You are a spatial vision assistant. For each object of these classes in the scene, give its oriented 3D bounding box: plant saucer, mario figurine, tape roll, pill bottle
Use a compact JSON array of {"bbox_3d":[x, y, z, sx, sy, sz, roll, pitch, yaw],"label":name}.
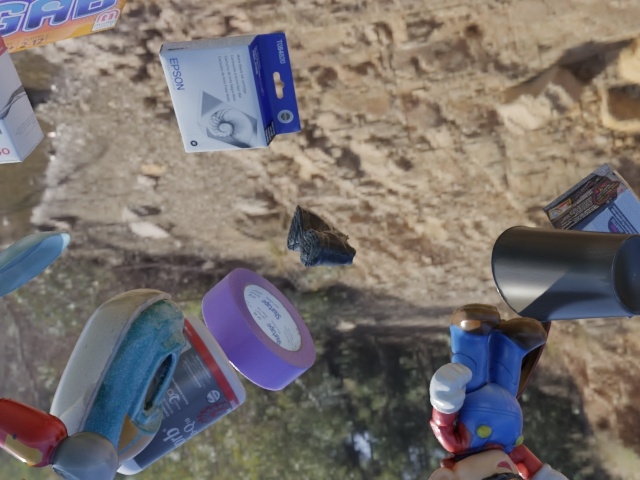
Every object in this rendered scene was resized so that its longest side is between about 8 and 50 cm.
[{"bbox_3d":[-0.544,0.036,1.628,0.195,0.037,0.195,-39,176,-3],"label":"plant saucer"},{"bbox_3d":[0.229,0.245,1.120,0.198,0.320,0.170,6,163,5],"label":"mario figurine"},{"bbox_3d":[-0.135,0.196,2.002,0.090,0.274,0.275,-41,164,18],"label":"tape roll"},{"bbox_3d":[-0.345,0.322,1.753,0.363,0.210,0.210,-32,-179,-13],"label":"pill bottle"}]

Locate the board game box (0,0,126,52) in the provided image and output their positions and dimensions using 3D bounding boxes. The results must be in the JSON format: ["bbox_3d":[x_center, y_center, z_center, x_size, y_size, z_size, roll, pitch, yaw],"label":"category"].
[{"bbox_3d":[-0.554,-0.587,1.589,0.356,0.356,0.356,-26,169,-36],"label":"board game box"}]

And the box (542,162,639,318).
[{"bbox_3d":[0.586,0.002,1.766,0.163,0.247,0.142,-38,-158,16],"label":"box"}]

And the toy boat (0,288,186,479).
[{"bbox_3d":[-0.255,0.202,1.067,0.148,0.267,0.318,24,-168,8],"label":"toy boat"}]

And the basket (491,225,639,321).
[{"bbox_3d":[0.428,0.055,1.476,0.204,0.154,0.227,36,160,-26],"label":"basket"}]

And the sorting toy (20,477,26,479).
[{"bbox_3d":[-0.307,0.412,1.084,0.089,0.255,0.257,-41,-141,-20],"label":"sorting toy"}]

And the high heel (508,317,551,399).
[{"bbox_3d":[0.311,0.220,1.542,0.181,0.127,0.377,-48,179,18],"label":"high heel"}]

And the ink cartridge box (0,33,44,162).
[{"bbox_3d":[-0.582,-0.236,1.492,0.159,0.217,0.092,-3,-143,16],"label":"ink cartridge box"}]

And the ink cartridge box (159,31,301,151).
[{"bbox_3d":[-0.159,-0.265,1.638,0.224,0.045,0.223,-5,131,6],"label":"ink cartridge box"}]

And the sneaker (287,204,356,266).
[{"bbox_3d":[0.000,0.000,2.173,0.130,0.109,0.286,10,-160,-20],"label":"sneaker"}]
